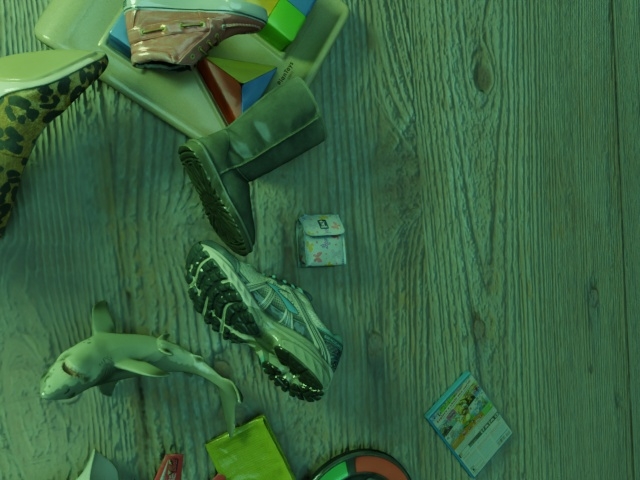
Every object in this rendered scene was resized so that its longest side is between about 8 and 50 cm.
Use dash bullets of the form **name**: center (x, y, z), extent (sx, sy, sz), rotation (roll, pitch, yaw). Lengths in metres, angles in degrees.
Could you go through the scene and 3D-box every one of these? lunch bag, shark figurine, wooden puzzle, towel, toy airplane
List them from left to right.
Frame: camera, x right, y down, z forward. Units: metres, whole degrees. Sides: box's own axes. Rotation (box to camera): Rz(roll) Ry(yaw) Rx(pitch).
- **shark figurine**: center (-0.242, 0.188, 0.653), extent (0.278, 0.166, 0.116), rotation (23, 109, -37)
- **toy airplane**: center (-0.202, 0.367, 0.686), extent (0.151, 0.028, 0.152), rotation (-3, 107, -10)
- **wooden puzzle**: center (-0.156, -0.319, 0.664), extent (0.347, 0.080, 0.322), rotation (31, 81, -18)
- **towel**: center (-0.081, 0.394, 0.719), extent (0.102, 0.021, 0.238), rotation (-25, 92, -8)
- **lunch bag**: center (0.000, 0.000, 0.747), extent (0.070, 0.053, 0.084), rotation (0, 82, -22)

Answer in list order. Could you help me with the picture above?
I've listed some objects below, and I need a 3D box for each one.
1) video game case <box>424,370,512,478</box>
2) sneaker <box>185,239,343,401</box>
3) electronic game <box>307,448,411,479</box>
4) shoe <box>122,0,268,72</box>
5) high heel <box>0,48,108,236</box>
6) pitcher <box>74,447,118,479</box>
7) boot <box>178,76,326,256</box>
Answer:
- **video game case**: center (0.279, 0.344, 0.881), extent (0.119, 0.015, 0.166), rotation (-40, 105, -15)
- **sneaker**: center (-0.081, 0.104, 0.707), extent (0.283, 0.110, 0.122), rotation (47, 41, -2)
- **electronic game**: center (0.059, 0.462, 0.783), extent (0.229, 0.048, 0.230), rotation (-1, 91, -20)
- **shoe**: center (-0.153, -0.257, 0.601), extent (0.177, 0.063, 0.081), rotation (-6, 97, -19)
- **high heel**: center (-0.362, -0.120, 0.589), extent (0.261, 0.093, 0.186), rotation (-40, 149, -29)
- **pitcher**: center (-0.337, 0.387, 0.566), extent (0.207, 0.177, 0.126), rotation (-31, 133, -19)
- **boot**: center (-0.074, -0.105, 0.668), extent (0.208, 0.076, 0.190), rotation (-39, 126, -34)
